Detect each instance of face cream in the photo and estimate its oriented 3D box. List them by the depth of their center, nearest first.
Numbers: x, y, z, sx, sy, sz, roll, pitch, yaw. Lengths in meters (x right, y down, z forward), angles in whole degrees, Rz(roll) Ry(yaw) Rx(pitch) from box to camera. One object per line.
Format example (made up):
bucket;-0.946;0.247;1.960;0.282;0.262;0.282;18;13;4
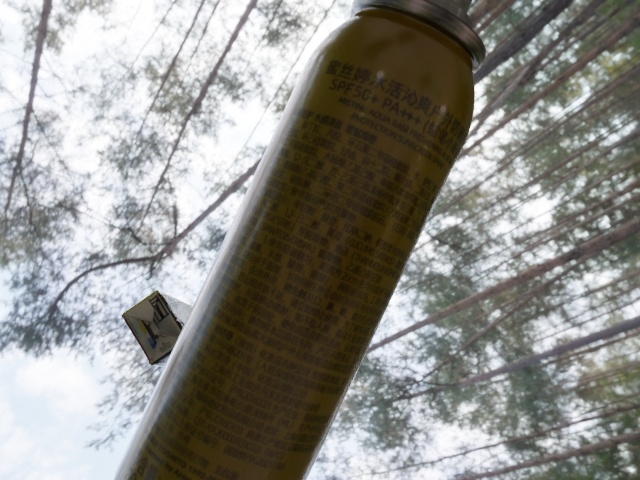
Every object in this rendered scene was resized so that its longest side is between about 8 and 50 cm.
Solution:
face cream;0.000;0.000;0.368;0.105;0.105;0.348;25;-89;-21

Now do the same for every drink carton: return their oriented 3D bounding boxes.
drink carton;-0.166;0.111;0.754;0.056;0.165;0.071;-33;-105;-1
